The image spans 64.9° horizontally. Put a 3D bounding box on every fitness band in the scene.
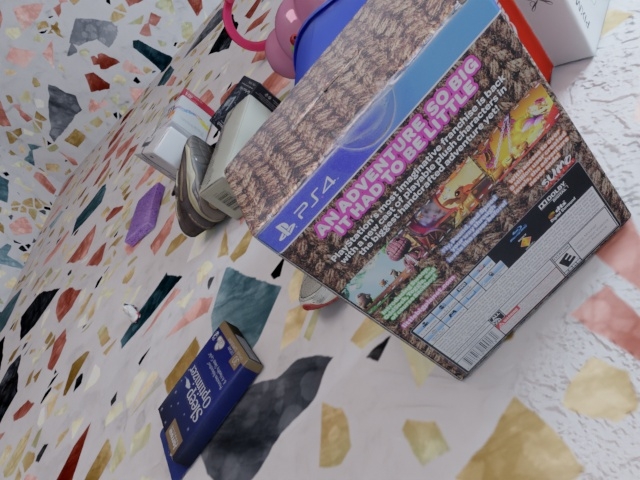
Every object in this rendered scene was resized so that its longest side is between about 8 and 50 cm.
[{"bbox_3d":[-0.171,-0.724,1.545,0.291,0.209,0.054,-49,29,5],"label":"fitness band"}]

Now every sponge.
[{"bbox_3d":[-0.549,-0.085,1.578,0.117,0.031,0.210,-36,35,24],"label":"sponge"}]

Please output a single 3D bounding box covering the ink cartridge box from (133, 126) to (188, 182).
[{"bbox_3d":[-0.425,-0.242,1.452,0.218,0.158,0.092,15,72,56],"label":"ink cartridge box"}]

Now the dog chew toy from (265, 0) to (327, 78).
[{"bbox_3d":[-0.006,-0.488,1.137,0.332,0.206,0.207,-30,38,45],"label":"dog chew toy"}]

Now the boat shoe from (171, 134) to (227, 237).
[{"bbox_3d":[-0.311,-0.141,1.239,0.130,0.132,0.355,-41,33,17],"label":"boat shoe"}]

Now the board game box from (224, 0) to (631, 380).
[{"bbox_3d":[0.102,-0.044,0.472,0.232,0.291,0.141,-47,33,8],"label":"board game box"}]

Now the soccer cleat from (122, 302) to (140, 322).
[{"bbox_3d":[-0.457,0.173,1.209,0.029,0.035,0.083,-54,32,-2],"label":"soccer cleat"}]

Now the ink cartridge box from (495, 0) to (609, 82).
[{"bbox_3d":[0.232,-0.298,0.567,0.060,0.275,0.239,-3,58,50],"label":"ink cartridge box"}]

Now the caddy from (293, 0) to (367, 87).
[{"bbox_3d":[0.111,-0.253,0.713,0.341,0.241,0.179,-23,47,38],"label":"caddy"}]

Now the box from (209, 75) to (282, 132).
[{"bbox_3d":[-0.194,-0.331,1.309,0.158,0.093,0.156,-51,32,5],"label":"box"}]

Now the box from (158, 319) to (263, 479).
[{"bbox_3d":[-0.190,0.251,0.799,0.225,0.036,0.136,-55,32,-1],"label":"box"}]

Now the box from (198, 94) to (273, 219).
[{"bbox_3d":[-0.173,-0.191,1.132,0.094,0.113,0.275,-27,39,36],"label":"box"}]

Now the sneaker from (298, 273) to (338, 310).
[{"bbox_3d":[0.000,0.000,0.744,0.088,0.092,0.225,-22,44,40],"label":"sneaker"}]

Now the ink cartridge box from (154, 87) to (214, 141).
[{"bbox_3d":[-0.443,-0.368,1.626,0.128,0.127,0.176,-28,41,33],"label":"ink cartridge box"}]

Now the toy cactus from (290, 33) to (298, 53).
[{"bbox_3d":[0.046,-0.367,0.991,0.180,0.219,0.112,119,139,-78],"label":"toy cactus"}]
